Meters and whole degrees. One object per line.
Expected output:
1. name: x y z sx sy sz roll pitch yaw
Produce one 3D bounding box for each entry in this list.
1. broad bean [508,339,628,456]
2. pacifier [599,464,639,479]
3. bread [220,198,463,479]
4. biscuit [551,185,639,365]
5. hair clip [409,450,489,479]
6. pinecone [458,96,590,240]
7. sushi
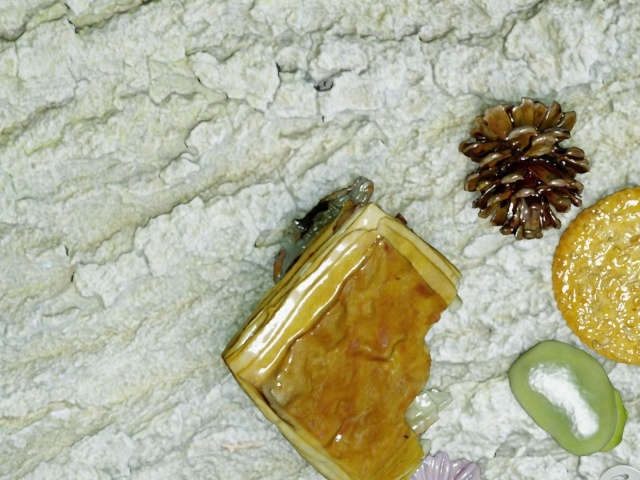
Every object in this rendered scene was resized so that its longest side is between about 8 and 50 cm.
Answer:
1. broad bean: 0.348 0.220 1.372 0.124 0.082 0.174 -35 87 1
2. pacifier: 0.420 0.365 1.363 0.082 0.078 0.099 -25 86 21
3. bread: 0.046 0.142 1.302 0.314 0.191 0.370 -49 127 -8
4. biscuit: 0.444 0.049 1.364 0.254 0.035 0.253 -2 86 25
5. hair clip: 0.134 0.443 1.368 0.173 0.069 0.300 18 86 5
6. pinecone: 0.284 -0.097 1.366 0.179 0.150 0.195 -1 89 -4
7. sushi: 0.000 -0.001 1.391 0.097 0.103 0.226 33 82 -3
